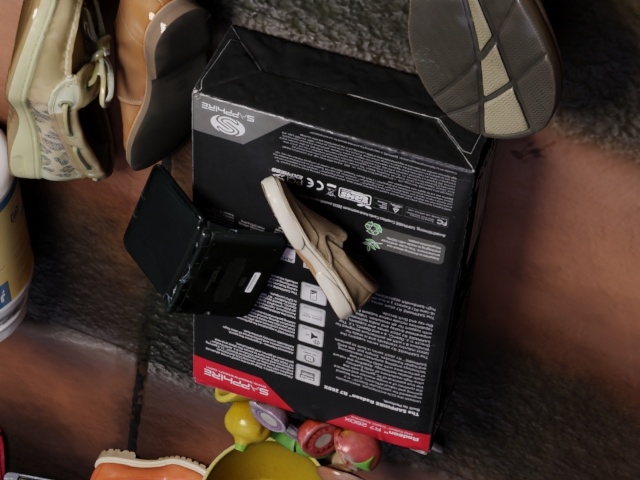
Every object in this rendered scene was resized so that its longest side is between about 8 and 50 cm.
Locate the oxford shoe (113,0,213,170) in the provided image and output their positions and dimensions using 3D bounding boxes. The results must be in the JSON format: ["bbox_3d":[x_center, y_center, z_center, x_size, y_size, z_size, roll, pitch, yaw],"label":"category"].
[{"bbox_3d":[-0.134,-0.138,1.427,0.076,0.076,0.212,47,149,21],"label":"oxford shoe"}]

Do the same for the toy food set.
[{"bbox_3d":[-0.003,0.189,1.660,0.218,0.071,0.128,16,170,12],"label":"toy food set"}]

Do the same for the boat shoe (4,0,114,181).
[{"bbox_3d":[-0.201,-0.133,1.426,0.089,0.104,0.285,11,157,-5],"label":"boat shoe"}]

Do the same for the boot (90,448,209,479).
[{"bbox_3d":[-0.178,0.272,1.873,0.158,0.084,0.059,1,133,25],"label":"boot"}]

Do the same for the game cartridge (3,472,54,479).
[{"bbox_3d":[-0.316,0.290,2.010,0.083,0.017,0.056,10,135,9],"label":"game cartridge"}]

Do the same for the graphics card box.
[{"bbox_3d":[0.012,0.010,1.476,0.233,0.094,0.371,16,141,12],"label":"graphics card box"}]

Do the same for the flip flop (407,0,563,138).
[{"bbox_3d":[0.102,-0.197,1.224,0.112,0.080,0.277,-8,116,40],"label":"flip flop"}]

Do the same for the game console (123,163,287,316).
[{"bbox_3d":[-0.095,0.002,1.446,0.107,0.071,0.122,5,146,-19],"label":"game console"}]

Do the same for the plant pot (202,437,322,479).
[{"bbox_3d":[-0.057,0.270,1.788,0.134,0.134,0.095,24,167,2],"label":"plant pot"}]

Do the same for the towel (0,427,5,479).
[{"bbox_3d":[-0.486,0.236,2.035,0.275,0.031,0.199,17,140,10],"label":"towel"}]

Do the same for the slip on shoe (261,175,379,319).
[{"bbox_3d":[0.000,0.000,1.371,0.041,0.051,0.135,-32,112,0],"label":"slip on shoe"}]

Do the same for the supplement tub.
[{"bbox_3d":[-0.336,-0.006,1.600,0.144,0.144,0.200,14,139,13],"label":"supplement tub"}]
